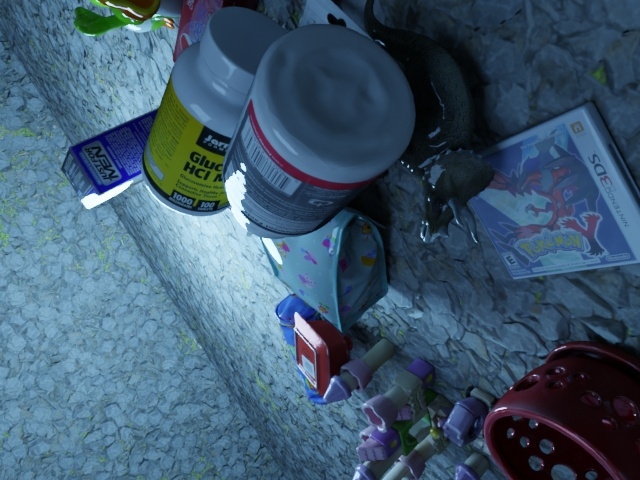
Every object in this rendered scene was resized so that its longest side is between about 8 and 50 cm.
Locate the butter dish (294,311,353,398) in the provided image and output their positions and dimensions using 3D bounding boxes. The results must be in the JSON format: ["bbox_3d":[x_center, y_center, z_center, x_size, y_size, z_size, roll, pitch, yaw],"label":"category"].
[{"bbox_3d":[0.018,0.245,1.134,0.160,0.118,0.159,36,133,53],"label":"butter dish"}]

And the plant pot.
[{"bbox_3d":[0.335,0.235,0.640,0.191,0.174,0.191,39,148,30],"label":"plant pot"}]

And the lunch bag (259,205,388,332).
[{"bbox_3d":[0.000,0.000,0.930,0.223,0.160,0.262,34,151,36],"label":"lunch bag"}]

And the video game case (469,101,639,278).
[{"bbox_3d":[0.269,-0.044,0.607,0.183,0.023,0.201,59,152,-6],"label":"video game case"}]

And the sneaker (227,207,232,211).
[{"bbox_3d":[-0.145,-0.126,1.101,0.305,0.114,0.152,18,98,66],"label":"sneaker"}]

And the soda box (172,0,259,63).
[{"bbox_3d":[-0.190,-0.375,0.902,0.092,0.084,0.263,54,152,3],"label":"soda box"}]

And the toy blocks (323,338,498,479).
[{"bbox_3d":[0.155,0.410,1.012,0.309,0.260,0.288,22,137,46],"label":"toy blocks"}]

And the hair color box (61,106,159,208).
[{"bbox_3d":[-0.341,-0.198,1.051,0.185,0.339,0.110,-9,112,59],"label":"hair color box"}]

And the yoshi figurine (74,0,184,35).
[{"bbox_3d":[-0.369,-0.475,0.924,0.362,0.204,0.202,32,143,66],"label":"yoshi figurine"}]

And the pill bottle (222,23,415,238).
[{"bbox_3d":[-0.029,-0.105,0.653,0.176,0.176,0.318,55,155,2],"label":"pill bottle"}]

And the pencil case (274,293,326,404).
[{"bbox_3d":[-0.012,0.277,1.277,0.133,0.119,0.305,18,134,52],"label":"pencil case"}]

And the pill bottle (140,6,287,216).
[{"bbox_3d":[-0.166,-0.196,0.831,0.187,0.188,0.334,52,139,7],"label":"pill bottle"}]

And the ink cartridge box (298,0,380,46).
[{"bbox_3d":[0.021,-0.260,0.753,0.145,0.045,0.179,49,144,15],"label":"ink cartridge box"}]

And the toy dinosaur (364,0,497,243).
[{"bbox_3d":[0.134,-0.157,0.627,0.160,0.121,0.313,1,100,53],"label":"toy dinosaur"}]
